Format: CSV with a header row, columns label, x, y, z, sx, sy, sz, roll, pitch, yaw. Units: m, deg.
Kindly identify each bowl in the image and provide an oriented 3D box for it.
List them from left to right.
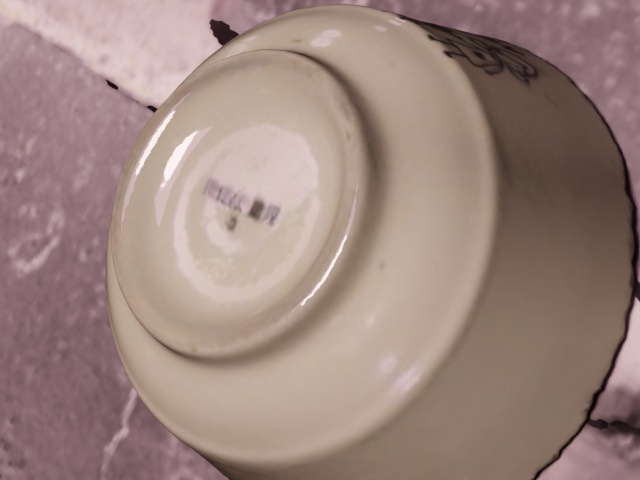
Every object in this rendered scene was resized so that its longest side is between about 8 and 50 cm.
label,x,y,z,sx,sy,sz,roll,pitch,yaw
bowl,0.000,0.000,0.655,0.211,0.112,0.211,-14,65,32
